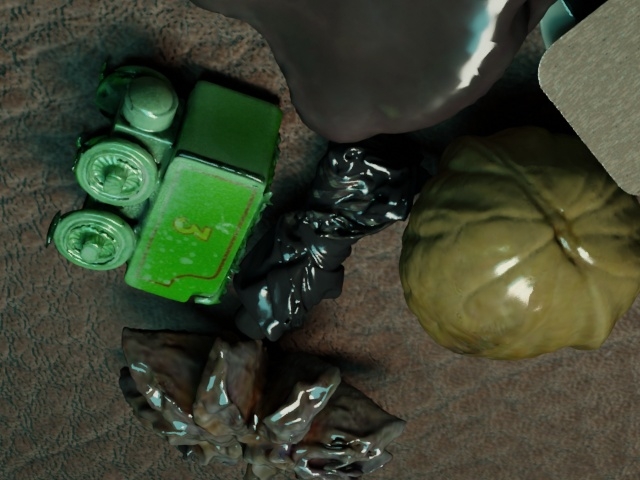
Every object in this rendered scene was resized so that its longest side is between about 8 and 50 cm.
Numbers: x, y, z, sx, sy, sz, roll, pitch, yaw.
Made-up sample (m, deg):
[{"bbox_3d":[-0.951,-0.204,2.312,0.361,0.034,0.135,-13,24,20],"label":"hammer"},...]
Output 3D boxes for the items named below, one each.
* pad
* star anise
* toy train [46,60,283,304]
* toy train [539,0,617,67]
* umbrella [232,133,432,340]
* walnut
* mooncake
[{"bbox_3d":[0.321,-0.165,1.637,0.266,0.002,0.176,-37,118,10],"label":"pad"},{"bbox_3d":[-0.070,0.179,2.071,0.332,0.117,0.331,11,156,5],"label":"star anise"},{"bbox_3d":[-0.146,-0.052,1.881,0.188,0.132,0.243,19,138,-8],"label":"toy train"},{"bbox_3d":[0.296,-0.101,1.743,0.088,0.086,0.407,-21,127,41],"label":"toy train"},{"bbox_3d":[0.000,-0.001,1.901,0.110,0.122,0.272,14,133,-27],"label":"umbrella"},{"bbox_3d":[0.177,0.007,1.776,0.225,0.225,0.261,19,170,-4],"label":"walnut"},{"bbox_3d":[0.033,-0.281,1.494,0.351,0.212,0.381,-15,113,39],"label":"mooncake"}]
